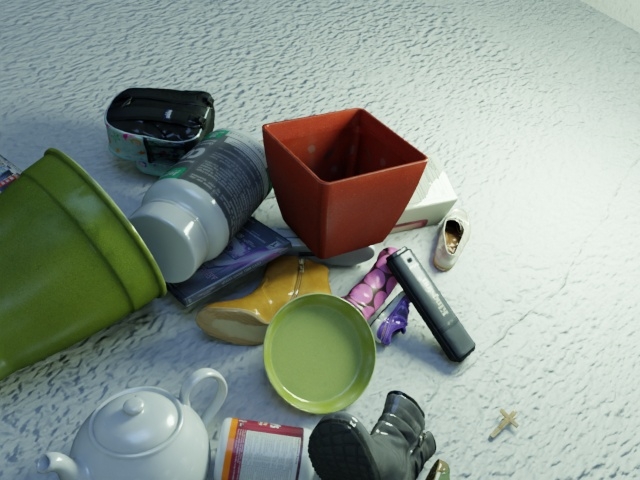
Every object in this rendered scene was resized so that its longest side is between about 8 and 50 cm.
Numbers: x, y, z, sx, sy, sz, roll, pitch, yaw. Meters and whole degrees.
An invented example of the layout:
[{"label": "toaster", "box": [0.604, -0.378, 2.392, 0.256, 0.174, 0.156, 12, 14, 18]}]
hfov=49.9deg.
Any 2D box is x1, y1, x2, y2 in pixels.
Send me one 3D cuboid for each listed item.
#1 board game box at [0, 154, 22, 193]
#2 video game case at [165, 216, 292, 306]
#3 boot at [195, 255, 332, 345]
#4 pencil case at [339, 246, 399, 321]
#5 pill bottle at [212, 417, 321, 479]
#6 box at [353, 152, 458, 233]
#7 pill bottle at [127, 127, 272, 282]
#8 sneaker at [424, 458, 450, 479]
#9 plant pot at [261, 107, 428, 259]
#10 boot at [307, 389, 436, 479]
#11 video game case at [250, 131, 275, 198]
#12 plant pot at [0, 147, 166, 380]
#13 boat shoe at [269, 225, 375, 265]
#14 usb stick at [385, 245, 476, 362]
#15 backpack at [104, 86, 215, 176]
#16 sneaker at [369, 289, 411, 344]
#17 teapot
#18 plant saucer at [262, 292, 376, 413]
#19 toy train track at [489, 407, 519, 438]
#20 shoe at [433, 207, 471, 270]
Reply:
[{"label": "board game box", "box": [-0.775, -0.103, 1.585, 0.194, 0.060, 0.194, 34, 52, 19]}, {"label": "video game case", "box": [-0.229, 0.034, 1.533, 0.274, 0.026, 0.196, -28, 38, -27]}, {"label": "boot", "box": [-0.119, 0.118, 1.498, 0.295, 0.104, 0.211, 7, 42, -12]}, {"label": "pencil case", "box": [0.116, 0.107, 1.553, 0.209, 0.098, 0.095, -43, 112, -38]}, {"label": "pill bottle", "box": [-0.074, 0.392, 1.232, 0.221, 0.121, 0.121, 9, 47, -3]}, {"label": "box", "box": [0.197, -0.111, 1.723, 0.233, 0.127, 0.148, -11, 64, -21]}, {"label": "pill bottle", "box": [-0.259, -0.081, 1.506, 0.204, 0.204, 0.361, 22, 41, 9]}, {"label": "sneaker", "box": [0.216, 0.498, 1.240, 0.086, 0.064, 0.192, 29, 49, 4]}, {"label": "plant pot", "box": [0.039, -0.116, 1.523, 0.268, 0.235, 0.267, -15, 41, -28]}, {"label": "boot", "box": [0.099, 0.346, 1.199, 0.118, 0.338, 0.222, 2, 43, 29]}, {"label": "video game case", "box": [-0.171, -0.196, 1.811, 0.206, 0.026, 0.227, -17, 54, -24]}, {"label": "plant pot", "box": [-0.551, 0.071, 1.306, 0.366, 0.366, 0.353, 39, 64, 23]}, {"label": "boat shoe", "box": [0.000, 0.000, 1.621, 0.258, 0.095, 0.084, 5, 52, -9]}, {"label": "usb stick", "box": [0.242, 0.140, 1.512, 0.077, 0.045, 0.278, -29, 82, -33]}, {"label": "backpack", "box": [-0.405, -0.279, 1.727, 0.254, 0.191, 0.225, 10, 47, -2]}, {"label": "sneaker", "box": [0.174, 0.169, 1.536, 0.071, 0.068, 0.170, 42, 61, 6]}, {"label": "teapot", "box": [-0.301, 0.336, 1.164, 0.253, 0.187, 0.256, 5, 32, 0]}, {"label": "plant saucer", "box": [-0.004, 0.228, 1.394, 0.241, 0.037, 0.240, 5, 75, -19]}, {"label": "toy train track", "box": [0.374, 0.377, 1.409, 0.083, 0.014, 0.048, -35, 69, -28]}, {"label": "shoe", "box": [0.338, -0.015, 1.725, 0.077, 0.058, 0.219, 20, 48, 7]}]
